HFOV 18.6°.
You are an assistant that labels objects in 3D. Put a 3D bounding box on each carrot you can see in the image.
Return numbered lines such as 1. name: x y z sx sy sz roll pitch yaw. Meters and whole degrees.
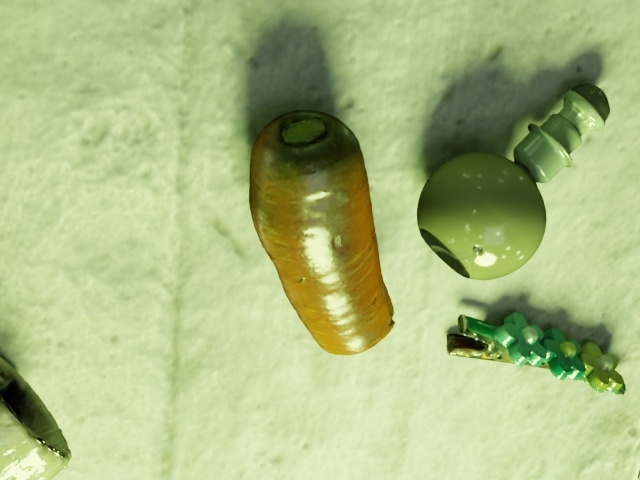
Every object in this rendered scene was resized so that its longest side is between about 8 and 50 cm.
1. carrot: 0.000 0.000 1.342 0.087 0.087 0.193 -19 131 -8

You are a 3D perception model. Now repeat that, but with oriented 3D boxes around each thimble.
1. thimble: -0.235 0.132 1.330 0.090 0.102 0.115 -38 136 6

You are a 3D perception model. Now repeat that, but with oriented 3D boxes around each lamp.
1. lamp: 0.141 -0.048 1.372 0.163 0.091 0.091 -47 129 -6

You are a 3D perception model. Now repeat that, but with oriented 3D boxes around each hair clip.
1. hair clip: 0.175 0.090 1.501 0.173 0.049 0.049 16 117 -29
